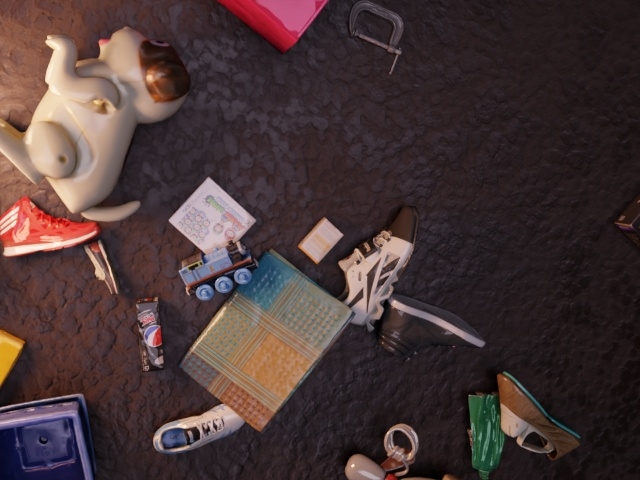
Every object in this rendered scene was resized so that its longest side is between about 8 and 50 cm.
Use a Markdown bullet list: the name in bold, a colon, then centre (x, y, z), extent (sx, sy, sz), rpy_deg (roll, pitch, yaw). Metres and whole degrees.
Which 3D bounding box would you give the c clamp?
- **c clamp**: centre (0.136, -0.503, 1.868), extent (0.160, 0.022, 0.137), rpy_deg (26, 91, -13)

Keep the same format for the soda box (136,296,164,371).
- **soda box**: centre (-0.404, 0.223, 1.822), extent (0.053, 0.060, 0.169), rpy_deg (-5, 97, -12)

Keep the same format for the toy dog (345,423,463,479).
- **toy dog**: centre (0.233, 0.629, 1.974), extent (0.220, 0.161, 0.334), rpy_deg (-45, 88, -1)

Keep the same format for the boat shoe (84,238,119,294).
- **boat shoe**: centre (-0.507, 0.066, 1.790), extent (0.043, 0.049, 0.137), rpy_deg (-21, 98, -5)

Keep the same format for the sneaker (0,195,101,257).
- **sneaker**: centre (-0.619, -0.043, 1.737), extent (0.221, 0.087, 0.128), rpy_deg (-13, 100, -11)

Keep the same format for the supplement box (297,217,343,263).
- **supplement box**: centre (0.000, 0.000, 1.890), extent (0.062, 0.036, 0.098), rpy_deg (43, 87, -12)

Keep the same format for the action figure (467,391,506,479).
- **action figure**: centre (0.437, 0.517, 2.022), extent (0.137, 0.063, 0.232), rpy_deg (4, 92, -14)

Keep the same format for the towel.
- **towel**: centre (-0.131, 0.238, 1.858), extent (0.271, 0.040, 0.370), rpy_deg (38, 90, 6)

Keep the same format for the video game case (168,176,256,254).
- **video game case**: centre (-0.258, -0.049, 1.841), extent (0.157, 0.019, 0.143), rpy_deg (43, 87, -13)

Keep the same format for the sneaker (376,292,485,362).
- **sneaker**: centre (0.269, 0.247, 1.948), extent (0.295, 0.104, 0.147), rpy_deg (22, 105, -19)

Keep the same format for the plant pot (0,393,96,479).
- **plant pot**: centre (-0.629, 0.477, 1.728), extent (0.236, 0.212, 0.236), rpy_deg (-9, 98, -10)

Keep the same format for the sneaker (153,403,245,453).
- **sneaker**: centre (-0.287, 0.461, 1.860), extent (0.237, 0.086, 0.085), rpy_deg (-18, 98, -10)

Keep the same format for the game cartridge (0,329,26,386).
- **game cartridge**: centre (-0.887, 0.282, 1.742), extent (0.323, 0.052, 0.285), rpy_deg (30, 90, -11)

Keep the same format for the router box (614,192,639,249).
- **router box**: centre (0.980, -0.078, 2.055), extent (0.243, 0.081, 0.309), rpy_deg (43, 87, -13)

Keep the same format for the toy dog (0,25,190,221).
- **toy dog**: centre (-0.463, -0.275, 1.646), extent (0.408, 0.284, 0.395), rpy_deg (-45, 103, -6)

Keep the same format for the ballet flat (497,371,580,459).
- **ballet flat**: centre (0.545, 0.475, 1.997), extent (0.342, 0.116, 0.124), rpy_deg (41, 90, -29)

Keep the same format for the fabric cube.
- **fabric cube**: centre (-0.093, -0.603, 1.690), extent (0.258, 0.259, 0.254), rpy_deg (38, 89, -13)

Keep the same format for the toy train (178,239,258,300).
- **toy train**: centre (-0.242, 0.067, 1.813), extent (0.184, 0.080, 0.105), rpy_deg (-23, 113, 1)

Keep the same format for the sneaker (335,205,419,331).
- **sneaker**: centre (0.128, 0.052, 1.877), extent (0.146, 0.122, 0.330), rpy_deg (25, 95, -9)
